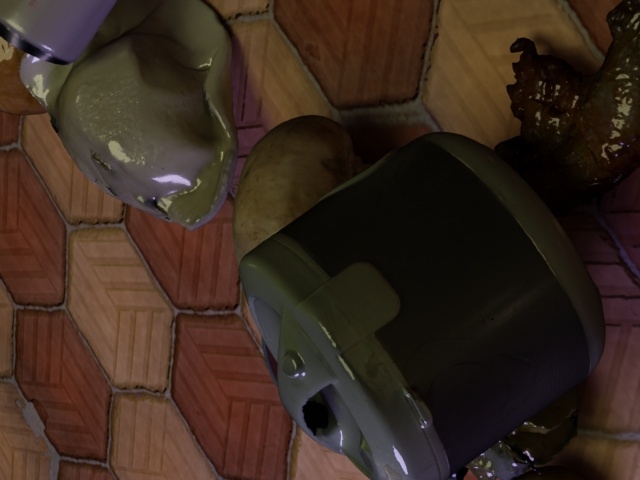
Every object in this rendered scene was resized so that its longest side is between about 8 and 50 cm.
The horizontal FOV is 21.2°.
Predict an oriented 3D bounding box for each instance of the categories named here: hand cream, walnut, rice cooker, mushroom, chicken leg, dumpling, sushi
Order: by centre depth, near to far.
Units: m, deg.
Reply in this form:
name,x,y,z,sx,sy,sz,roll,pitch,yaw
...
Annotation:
name,x,y,z,sx,sy,sz,roll,pitch,yaw
chicken leg,0.241,-0.133,1.513,0.322,0.083,0.177,-46,60,50
rice cooker,0.082,0.071,1.536,0.288,0.277,0.288,53,170,14
sushi,0.149,0.174,1.728,0.291,0.139,0.131,-16,109,55
mushroom,0.000,0.000,1.759,0.255,0.184,0.255,164,90,-82
hand cream,-0.228,-0.361,1.851,0.185,0.118,0.359,39,101,34
dumpling,-0.184,-0.159,1.959,0.318,0.187,0.243,37,92,22
walnut,-0.352,-0.247,2.077,0.165,0.165,0.197,30,124,38

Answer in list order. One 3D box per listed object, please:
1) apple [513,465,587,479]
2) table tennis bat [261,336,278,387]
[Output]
name,x,y,z,sx,sy,sz,roll,pitch,yaw
apple,0.229,0.283,1.684,0.126,0.102,0.126,25,125,41
table tennis bat,-0.017,0.098,1.945,0.153,0.040,0.244,23,127,42
